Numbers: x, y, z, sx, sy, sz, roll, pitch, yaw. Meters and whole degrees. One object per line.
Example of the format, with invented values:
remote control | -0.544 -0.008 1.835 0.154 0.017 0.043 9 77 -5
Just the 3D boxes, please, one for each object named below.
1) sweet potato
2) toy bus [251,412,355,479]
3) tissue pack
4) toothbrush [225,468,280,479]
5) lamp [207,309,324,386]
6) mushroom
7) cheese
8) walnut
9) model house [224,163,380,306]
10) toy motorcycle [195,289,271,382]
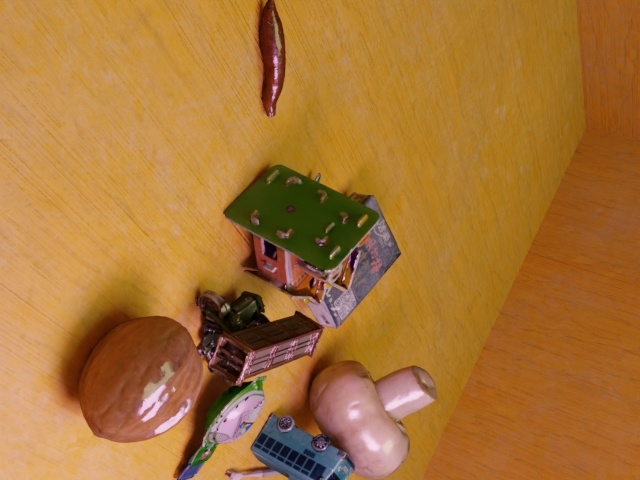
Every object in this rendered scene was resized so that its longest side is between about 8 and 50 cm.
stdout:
sweet potato | -0.101 -0.389 1.807 0.057 0.057 0.264 -37 135 -46
toy bus | -0.048 0.587 2.272 0.147 0.256 0.128 -55 147 -22
tissue pack | 0.072 0.052 2.258 0.315 0.103 0.228 -47 127 -30
toothbrush | -0.163 0.645 2.336 0.342 0.030 0.025 24 86 -61
lamp | -0.114 0.234 1.871 0.325 0.089 0.090 -7 123 -61
mushroom | 0.128 0.496 2.402 0.325 0.353 0.353 15 94 -40
cheese | -0.232 0.450 2.008 0.320 0.083 0.204 -55 162 6
walnut | -0.347 0.269 1.618 0.261 0.225 0.225 -54 147 -18
model house | 0.000 0.000 1.985 0.340 0.300 0.323 -47 152 -31
toy motorcycle | -0.185 0.208 1.944 0.205 0.127 0.275 -39 141 -40
